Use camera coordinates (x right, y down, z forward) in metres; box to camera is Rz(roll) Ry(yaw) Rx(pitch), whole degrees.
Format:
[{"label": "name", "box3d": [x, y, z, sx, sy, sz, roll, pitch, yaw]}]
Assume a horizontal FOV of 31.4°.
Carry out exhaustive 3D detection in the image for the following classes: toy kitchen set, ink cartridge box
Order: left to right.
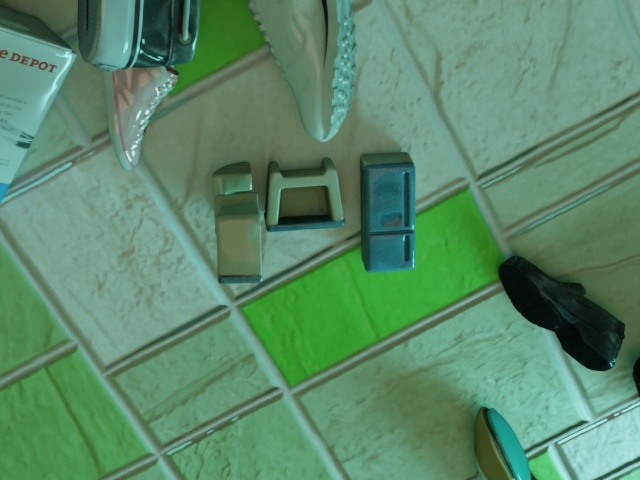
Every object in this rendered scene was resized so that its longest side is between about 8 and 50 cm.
[{"label": "ink cartridge box", "box3d": [-0.336, -0.126, 1.052, 0.140, 0.082, 0.190, 12, 114, -50]}, {"label": "toy kitchen set", "box3d": [0.000, 0.000, 1.128, 0.207, 0.166, 0.122, -4, 113, -5]}]

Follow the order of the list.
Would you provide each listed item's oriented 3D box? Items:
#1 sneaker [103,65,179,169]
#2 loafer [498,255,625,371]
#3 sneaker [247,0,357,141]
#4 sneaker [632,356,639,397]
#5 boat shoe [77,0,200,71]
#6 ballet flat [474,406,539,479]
[{"label": "sneaker", "box3d": [-0.172, -0.135, 1.115, 0.070, 0.051, 0.134, -3, 109, 0]}, {"label": "loafer", "box3d": [0.267, 0.070, 1.256, 0.170, 0.062, 0.061, 43, 63, -13]}, {"label": "sneaker", "box3d": [-0.019, -0.209, 1.096, 0.095, 0.090, 0.235, 0, 112, 12]}, {"label": "sneaker", "box3d": [0.466, 0.112, 1.265, 0.276, 0.097, 0.135, -37, 114, 10]}, {"label": "boat shoe", "box3d": [-0.149, -0.319, 1.022, 0.119, 0.121, 0.335, -3, 114, -29]}, {"label": "ballet flat", "box3d": [0.224, 0.292, 1.327, 0.073, 0.080, 0.232, -28, 112, 22]}]
